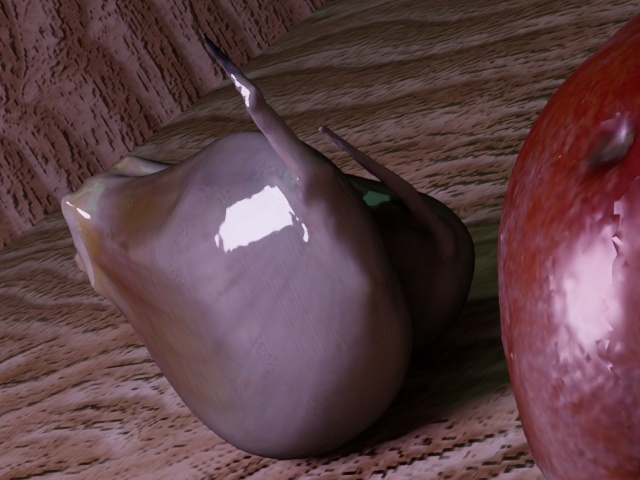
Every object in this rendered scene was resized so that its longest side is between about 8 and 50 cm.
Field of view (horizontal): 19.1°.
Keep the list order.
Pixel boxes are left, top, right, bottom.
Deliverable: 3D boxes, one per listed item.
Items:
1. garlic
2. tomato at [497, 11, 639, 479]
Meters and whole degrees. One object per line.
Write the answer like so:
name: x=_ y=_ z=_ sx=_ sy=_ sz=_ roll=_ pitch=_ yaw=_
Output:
garlic: x=0.000 y=0.000 z=1.234 sx=0.231 sy=0.246 sz=0.340 roll=-26 pitch=-5 yaw=-27
tomato: x=0.200 y=-0.044 z=0.806 sx=0.338 sy=0.144 sz=0.338 roll=-26 pitch=14 yaw=7
